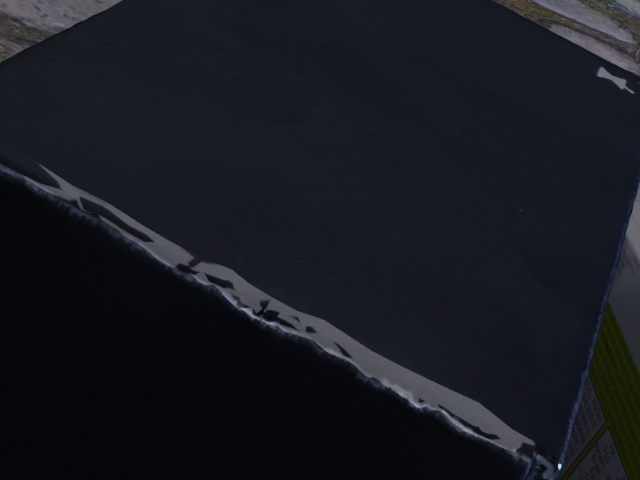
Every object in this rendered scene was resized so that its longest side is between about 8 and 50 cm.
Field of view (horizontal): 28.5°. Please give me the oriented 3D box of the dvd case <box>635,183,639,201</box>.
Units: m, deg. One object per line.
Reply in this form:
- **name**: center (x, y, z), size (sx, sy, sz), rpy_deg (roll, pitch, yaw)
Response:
- **dvd case**: center (0.367, -0.084, 1.800), size (0.253, 0.022, 0.180), rpy_deg (-1, 39, -23)

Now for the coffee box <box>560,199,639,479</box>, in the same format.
- **coffee box**: center (0.326, 0.224, 1.015), size (0.337, 0.334, 0.338), rpy_deg (16, 33, -19)

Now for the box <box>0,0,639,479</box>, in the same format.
- **box**: center (-0.046, 0.107, 0.771), size (0.297, 0.472, 0.480), rpy_deg (30, 29, 5)
